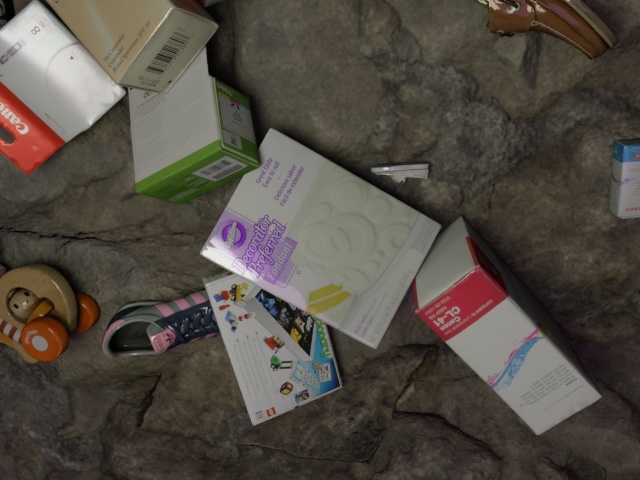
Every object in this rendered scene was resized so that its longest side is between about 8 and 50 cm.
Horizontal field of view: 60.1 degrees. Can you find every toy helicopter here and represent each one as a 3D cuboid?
[{"bbox_3d":[-0.641,0.151,1.094,0.355,0.140,0.235,-26,104,18],"label":"toy helicopter"}]

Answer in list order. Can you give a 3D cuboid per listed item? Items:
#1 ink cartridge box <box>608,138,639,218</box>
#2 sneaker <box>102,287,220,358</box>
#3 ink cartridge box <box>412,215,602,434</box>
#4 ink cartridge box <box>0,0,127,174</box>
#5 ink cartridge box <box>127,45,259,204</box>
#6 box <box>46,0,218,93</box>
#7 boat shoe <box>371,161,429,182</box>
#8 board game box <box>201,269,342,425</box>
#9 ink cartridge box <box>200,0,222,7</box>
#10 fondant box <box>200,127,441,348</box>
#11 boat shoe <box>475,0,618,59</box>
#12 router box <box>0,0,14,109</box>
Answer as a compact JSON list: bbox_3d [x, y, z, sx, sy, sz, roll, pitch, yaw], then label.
[{"bbox_3d":[0.532,-0.104,0.911,0.088,0.052,0.122,-3,109,8],"label":"ink cartridge box"},{"bbox_3d":[-0.259,0.165,1.056,0.319,0.131,0.112,-15,109,7],"label":"sneaker"},{"bbox_3d":[0.299,0.135,0.936,0.131,0.226,0.306,-39,102,19],"label":"ink cartridge box"},{"bbox_3d":[-0.471,-0.242,0.908,0.232,0.066,0.189,-44,118,-3],"label":"ink cartridge box"},{"bbox_3d":[-0.215,-0.214,0.905,0.188,0.097,0.255,-20,70,28],"label":"ink cartridge box"},{"bbox_3d":[-0.314,-0.381,0.810,0.311,0.121,0.148,48,110,8],"label":"box"},{"bbox_3d":[0.138,-0.116,0.959,0.100,0.035,0.035,-3,108,0],"label":"boat shoe"},{"bbox_3d":[-0.084,0.179,1.046,0.193,0.053,0.305,-19,110,-15],"label":"board game box"},{"bbox_3d":[-0.126,-0.500,0.763,0.197,0.114,0.273,-25,107,-9],"label":"ink cartridge box"},{"bbox_3d":[0.000,0.000,0.939,0.330,0.096,0.238,29,86,-4],"label":"fondant box"},{"bbox_3d":[0.287,-0.354,0.820,0.307,0.111,0.104,38,114,2],"label":"boat shoe"},{"bbox_3d":[-0.642,-0.380,0.915,0.243,0.081,0.309,4,111,4],"label":"router box"}]
